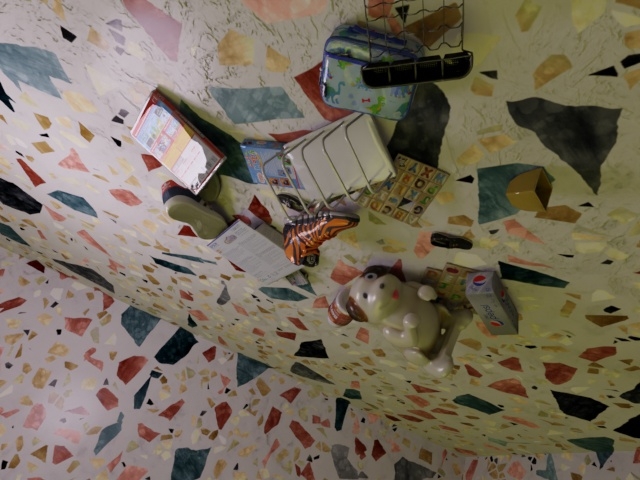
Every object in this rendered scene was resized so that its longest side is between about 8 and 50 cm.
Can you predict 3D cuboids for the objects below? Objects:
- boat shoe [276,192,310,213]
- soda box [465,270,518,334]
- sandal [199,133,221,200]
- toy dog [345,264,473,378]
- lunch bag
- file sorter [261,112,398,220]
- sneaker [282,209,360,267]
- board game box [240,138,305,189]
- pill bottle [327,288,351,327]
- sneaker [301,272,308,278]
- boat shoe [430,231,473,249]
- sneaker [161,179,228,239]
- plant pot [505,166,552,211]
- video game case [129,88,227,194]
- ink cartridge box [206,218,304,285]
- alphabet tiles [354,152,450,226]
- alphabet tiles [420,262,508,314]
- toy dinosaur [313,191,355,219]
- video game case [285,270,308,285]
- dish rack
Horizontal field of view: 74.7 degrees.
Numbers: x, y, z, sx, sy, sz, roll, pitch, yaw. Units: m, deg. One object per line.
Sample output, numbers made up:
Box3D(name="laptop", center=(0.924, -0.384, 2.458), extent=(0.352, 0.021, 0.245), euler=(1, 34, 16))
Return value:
Box3D(name="boat shoe", center=(-0.097, -0.125, 1.436), extent=(0.125, 0.038, 0.046), euler=(22, 146, -1))
Box3D(name="soda box", center=(0.604, 0.224, 1.467), extent=(0.098, 0.091, 0.286), euler=(-11, 135, 37))
Box3D(name="sandal", center=(-0.417, -0.238, 1.413), extent=(0.120, 0.086, 0.302), euler=(16, 146, 9))
Box3D(name="toy dog", center=(0.300, 0.263, 1.584), extent=(0.408, 0.284, 0.395), euler=(38, 166, -16))
Box3D(name="lunch bag", center=(0.110, -0.372, 0.933), extent=(0.219, 0.090, 0.176), euler=(17, 142, 5))
Box3D(name="file sorter", center=(0.020, -0.187, 1.093), extent=(0.278, 0.173, 0.192), euler=(-16, 112, 34))
Box3D(name="sneaker", center=(0.000, 0.000, 1.409), extent=(0.125, 0.179, 0.321), euler=(8, 170, -44))
Box3D(name="board game box", center=(-0.128, -0.233, 1.302), extent=(0.212, 0.039, 0.160), euler=(9, 144, 17))
Box3D(name="pill bottle", center=(0.100, 0.309, 1.859), extent=(0.121, 0.121, 0.216), euler=(23, 146, -2))
Box3D(name="sneaker", center=(-0.076, 0.166, 1.845), extent=(0.035, 0.031, 0.083), euler=(32, 143, 10))
Box3D(name="boat shoe", center=(0.417, 0.010, 1.337), extent=(0.133, 0.042, 0.048), euler=(15, 144, 8))
Box3D(name="sneaker", center=(-0.476, -0.121, 1.601), extent=(0.131, 0.148, 0.350), euler=(-31, 154, 2))
Box3D(name="plant pot", center=(0.522, -0.124, 1.061), extent=(0.083, 0.081, 0.081), euler=(-2, 141, 50))
Box3D(name="video game case", center=(-0.450, -0.299, 1.318), extent=(0.285, 0.025, 0.204), euler=(44, 131, -10))
Box3D(name="ink cartridge box", center=(-0.259, 0.041, 1.732), extent=(0.330, 0.071, 0.324), euler=(38, 143, -20))
Box3D(name="alphabet tiles", center=(0.208, -0.151, 1.182), extent=(0.237, 0.009, 0.198), euler=(20, 130, -9))
Box3D(name="alphabet tiles", center=(0.516, 0.198, 1.570), extent=(0.285, 0.011, 0.342), euler=(15, 146, 10))
Box3D(name="toy dinosaur", center=(0.043, -0.168, 1.251), extent=(0.268, 0.064, 0.118), euler=(-31, 94, 35))
Box3D(name="video game case", center=(-0.114, 0.159, 1.836), extent=(0.122, 0.011, 0.087), euler=(-15, 117, 51))
Box3D(name="dish rack", center=(0.168, -0.431, 0.763), extent=(0.209, 0.074, 0.271), euler=(-1, 124, 15))
